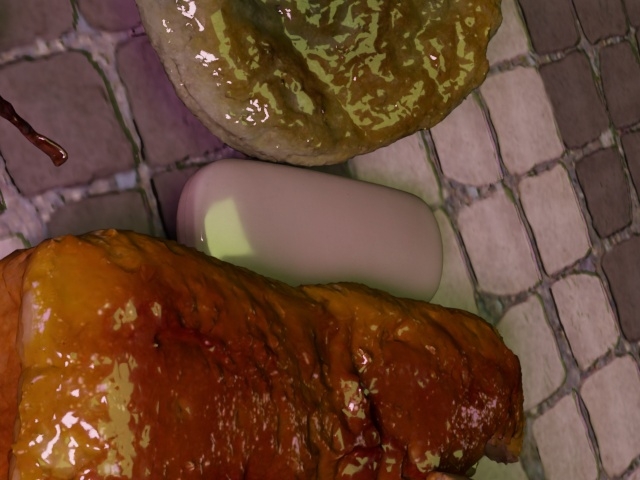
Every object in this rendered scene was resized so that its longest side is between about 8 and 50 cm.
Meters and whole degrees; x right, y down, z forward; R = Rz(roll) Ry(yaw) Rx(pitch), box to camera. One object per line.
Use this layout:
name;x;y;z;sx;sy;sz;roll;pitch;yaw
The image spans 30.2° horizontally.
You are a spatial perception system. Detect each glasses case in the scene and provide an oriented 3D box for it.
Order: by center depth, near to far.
glasses case;0.000;0.000;0.725;0.204;0.051;0.081;11;73;-41

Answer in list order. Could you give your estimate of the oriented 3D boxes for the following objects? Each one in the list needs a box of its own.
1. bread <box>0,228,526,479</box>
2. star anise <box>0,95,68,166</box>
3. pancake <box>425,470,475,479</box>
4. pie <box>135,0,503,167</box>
bread;-0.012;0.110;0.634;0.380;0.109;0.185;14;68;-47
star anise;-0.196;-0.095;0.546;0.190;0.070;0.097;39;43;-15
pancake;0.101;0.226;0.639;0.257;0.056;0.212;10;70;-63
pie;0.009;-0.177;0.724;0.277;0.078;0.277;-2;94;-28
